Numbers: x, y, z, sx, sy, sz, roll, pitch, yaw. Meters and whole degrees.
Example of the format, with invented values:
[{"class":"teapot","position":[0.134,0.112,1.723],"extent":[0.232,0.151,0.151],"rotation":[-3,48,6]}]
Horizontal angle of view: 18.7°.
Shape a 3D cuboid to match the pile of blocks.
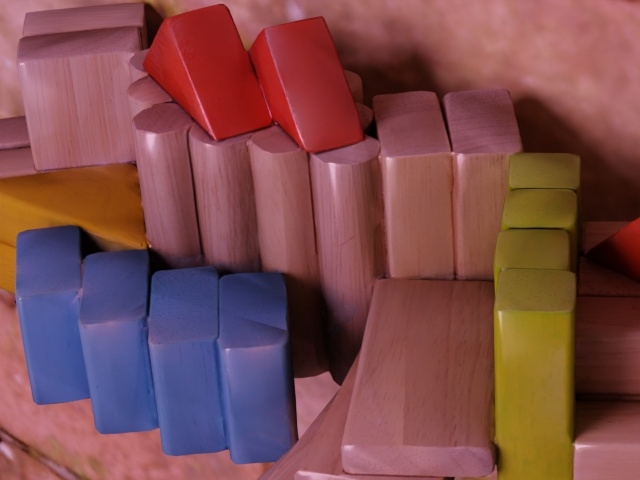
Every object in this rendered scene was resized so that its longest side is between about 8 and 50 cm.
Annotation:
[{"class":"pile of blocks","position":[0.000,0.000,0.574],"extent":[0.362,0.149,0.112],"rotation":[14,126,29]}]
